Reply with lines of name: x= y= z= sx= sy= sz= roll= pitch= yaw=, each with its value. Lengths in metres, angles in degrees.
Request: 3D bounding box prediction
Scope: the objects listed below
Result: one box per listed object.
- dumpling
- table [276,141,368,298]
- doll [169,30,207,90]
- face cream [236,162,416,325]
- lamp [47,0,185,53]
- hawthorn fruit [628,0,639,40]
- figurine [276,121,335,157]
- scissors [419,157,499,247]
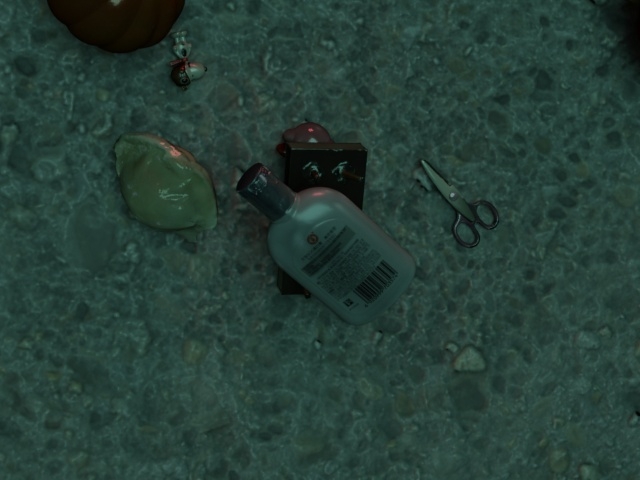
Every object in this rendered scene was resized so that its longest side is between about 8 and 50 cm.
dumpling: x=-0.223 y=-0.083 z=1.452 sx=0.136 sy=0.118 sz=0.199 roll=-21 pitch=116 yaw=31
table: x=0.008 y=-0.021 z=1.487 sx=0.122 sy=0.111 sz=0.240 roll=-1 pitch=111 yaw=-14
doll: x=-0.211 y=-0.276 z=1.490 sx=0.058 sy=0.040 sz=0.085 roll=-35 pitch=105 yaw=-22
face cream: x=0.000 y=0.000 z=1.391 sx=0.291 sy=0.071 sz=0.144 roll=39 pitch=101 yaw=-25
lamp: x=-0.292 y=-0.377 z=1.383 sx=0.223 sy=0.197 sz=0.223 roll=16 pitch=68 yaw=-47
hawthorn fruit: x=0.644 y=-0.371 z=1.587 sx=0.307 sy=0.265 sz=0.265 roll=19 pitch=89 yaw=5
figurine: x=-0.020 y=-0.152 z=1.528 sx=0.083 sy=0.067 sz=0.071 roll=28 pitch=125 yaw=-13
scissors: x=0.221 y=-0.070 z=1.614 sx=0.085 sy=0.022 sz=0.176 roll=-43 pitch=104 yaw=-3
